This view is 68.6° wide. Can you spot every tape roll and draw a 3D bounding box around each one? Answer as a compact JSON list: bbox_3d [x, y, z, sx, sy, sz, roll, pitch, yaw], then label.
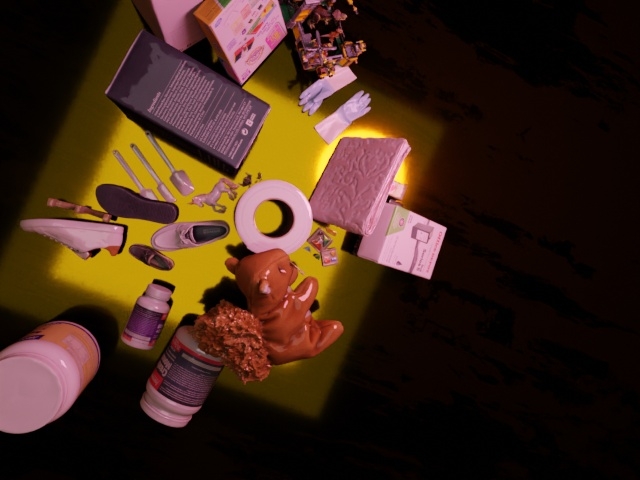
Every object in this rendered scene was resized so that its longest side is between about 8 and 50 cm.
[{"bbox_3d":[-0.159,-0.073,1.537,0.246,0.169,0.246,-1,93,-12],"label":"tape roll"}]

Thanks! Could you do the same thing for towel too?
[{"bbox_3d":[0.112,-0.187,1.513,0.053,0.332,0.316,28,86,-35],"label":"towel"}]

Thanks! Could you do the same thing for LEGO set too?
[{"bbox_3d":[-0.235,-0.202,1.582,0.083,0.023,0.054,0,79,8],"label":"LEGO set"},{"bbox_3d":[0.022,-0.707,1.489,0.255,0.192,0.331,-13,93,-25],"label":"LEGO set"}]

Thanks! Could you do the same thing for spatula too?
[{"bbox_3d":[-0.545,-0.223,1.528,0.168,0.019,0.242,-33,99,-2],"label":"spatula"}]

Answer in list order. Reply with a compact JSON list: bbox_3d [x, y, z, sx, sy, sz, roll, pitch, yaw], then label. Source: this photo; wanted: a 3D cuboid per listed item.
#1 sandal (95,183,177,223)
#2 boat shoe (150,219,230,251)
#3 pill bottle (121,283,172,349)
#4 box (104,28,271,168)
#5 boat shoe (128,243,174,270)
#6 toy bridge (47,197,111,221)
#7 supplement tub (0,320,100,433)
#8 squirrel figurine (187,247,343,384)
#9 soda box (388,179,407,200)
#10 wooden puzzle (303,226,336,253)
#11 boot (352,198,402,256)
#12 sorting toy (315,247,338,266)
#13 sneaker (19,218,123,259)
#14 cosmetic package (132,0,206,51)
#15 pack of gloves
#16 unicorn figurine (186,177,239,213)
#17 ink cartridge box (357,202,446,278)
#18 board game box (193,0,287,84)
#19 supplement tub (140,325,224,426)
[{"bbox_3d":[-0.590,-0.112,1.508,0.255,0.054,0.097,19,107,-13],"label":"sandal"},{"bbox_3d":[-0.425,-0.021,1.529,0.258,0.084,0.095,-16,97,-10],"label":"boat shoe"},{"bbox_3d":[-0.553,0.242,1.509,0.108,0.108,0.193,23,90,-12],"label":"pill bottle"},{"bbox_3d":[-0.379,-0.386,1.407,0.396,0.293,0.211,28,88,-12],"label":"box"},{"bbox_3d":[-0.551,0.055,1.526,0.152,0.049,0.056,24,89,-12],"label":"boat shoe"},{"bbox_3d":[-0.750,-0.096,1.469,0.188,0.063,0.026,17,91,-8],"label":"toy bridge"},{"bbox_3d":[-0.800,0.383,1.355,0.241,0.331,0.240,-1,94,-12],"label":"supplement tub"},{"bbox_3d":[-0.178,0.218,1.391,0.397,0.281,0.370,-39,141,-17],"label":"squirrel figurine"},{"bbox_3d":[0.210,-0.199,1.656,0.181,0.061,0.058,22,89,-12],"label":"soda box"},{"bbox_3d":[0.000,0.000,1.652,0.079,0.014,0.116,37,87,-11],"label":"wooden puzzle"},{"bbox_3d":[0.159,-0.053,1.641,0.263,0.091,0.228,19,89,-14],"label":"boot"},{"bbox_3d":[0.021,0.063,1.654,0.083,0.012,0.062,-11,103,-16],"label":"sorting toy"},{"bbox_3d":[-0.771,-0.003,1.449,0.290,0.106,0.123,7,90,-13],"label":"sneaker"},{"bbox_3d":[-0.436,-0.708,1.291,0.162,0.453,0.230,-35,100,-7],"label":"cosmetic package"},{"bbox_3d":[0.056,-0.479,1.615,0.232,0.046,0.195,-41,100,-6],"label":"pack of gloves"},{"bbox_3d":[-0.350,-0.141,1.555,0.111,0.060,0.162,38,70,-11],"label":"unicorn figurine"},{"bbox_3d":[0.284,0.003,1.606,0.273,0.115,0.198,18,91,-37],"label":"ink cartridge box"},{"bbox_3d":[-0.225,-0.648,1.409,0.064,0.316,0.242,39,85,12],"label":"board game box"},{"bbox_3d":[-0.432,0.430,1.504,0.191,0.191,0.272,31,87,-12],"label":"supplement tub"}]
